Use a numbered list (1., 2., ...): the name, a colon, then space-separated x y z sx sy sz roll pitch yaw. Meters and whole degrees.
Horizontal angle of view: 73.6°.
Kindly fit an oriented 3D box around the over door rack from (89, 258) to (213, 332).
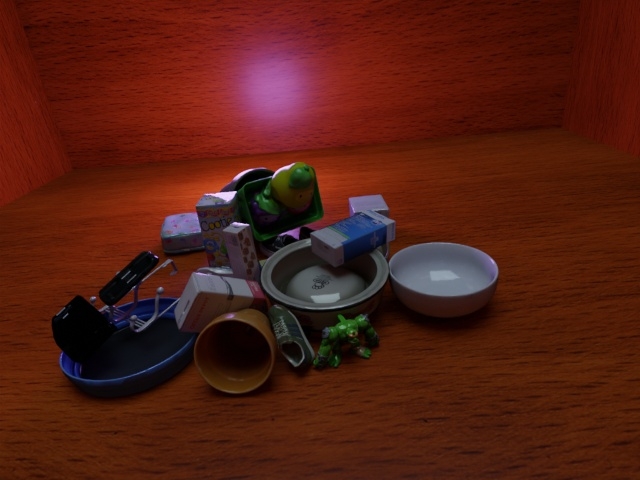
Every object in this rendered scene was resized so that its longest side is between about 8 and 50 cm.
1. over door rack: -0.542 0.151 1.394 0.240 0.108 0.324 13 31 33

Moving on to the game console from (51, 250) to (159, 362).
1. game console: -0.622 0.174 1.268 0.213 0.043 0.361 22 61 36

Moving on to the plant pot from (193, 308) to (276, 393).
1. plant pot: -0.213 0.276 1.162 0.206 0.204 0.188 -4 10 4

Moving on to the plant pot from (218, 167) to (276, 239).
1. plant pot: -0.343 -0.176 2.013 0.323 0.322 0.281 -24 21 -33

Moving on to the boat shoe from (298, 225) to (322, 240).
1. boat shoe: -0.006 0.003 1.785 0.095 0.095 0.258 -27 32 -37

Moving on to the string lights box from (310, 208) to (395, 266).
1. string lights box: 0.111 -0.015 1.424 0.260 0.076 0.133 -23 35 -28

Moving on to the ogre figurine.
1. ogre figurine: 0.070 0.272 1.175 0.197 0.118 0.096 -8 25 -3

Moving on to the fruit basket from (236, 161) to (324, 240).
1. fruit basket: -0.134 -0.175 1.769 0.393 0.282 0.392 -11 15 3

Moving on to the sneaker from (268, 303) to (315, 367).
1. sneaker: -0.089 0.260 1.160 0.064 0.192 0.086 -39 -11 17

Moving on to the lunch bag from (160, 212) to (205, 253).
1. lunch bag: -0.613 -0.037 1.981 0.224 0.107 0.279 -6 26 -12

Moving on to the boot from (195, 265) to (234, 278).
1. boot: -0.375 0.129 1.646 0.190 0.069 0.086 8 20 9

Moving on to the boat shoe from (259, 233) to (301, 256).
1. boat shoe: -0.141 0.021 1.766 0.302 0.102 0.108 18 34 40

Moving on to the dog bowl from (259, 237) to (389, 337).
1. dog bowl: 0.017 0.148 1.383 0.409 0.150 0.407 -3 31 2

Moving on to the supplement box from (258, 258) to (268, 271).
1. supplement box: -0.191 0.111 1.640 0.083 0.056 0.083 -13 26 -15

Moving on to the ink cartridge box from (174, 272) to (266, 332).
1. ink cartridge box: -0.298 0.192 1.266 0.218 0.158 0.092 12 28 -39

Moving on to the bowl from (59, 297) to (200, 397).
1. bowl: -0.550 0.308 1.277 0.392 0.077 0.391 -5 25 2

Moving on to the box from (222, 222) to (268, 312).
1. box: -0.237 0.099 1.363 0.067 0.323 0.063 10 33 31

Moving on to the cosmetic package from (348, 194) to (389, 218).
1. cosmetic package: 0.213 -0.097 1.885 0.152 0.151 0.183 -5 26 0

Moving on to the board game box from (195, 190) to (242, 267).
1. board game box: -0.401 -0.045 1.758 0.145 0.275 0.142 -5 25 3

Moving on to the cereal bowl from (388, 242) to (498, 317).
1. cereal bowl: 0.384 0.139 1.364 0.340 0.141 0.339 -4 25 2

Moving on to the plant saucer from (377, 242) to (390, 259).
1. plant saucer: 0.128 0.043 1.654 0.278 0.041 0.277 -3 45 3
